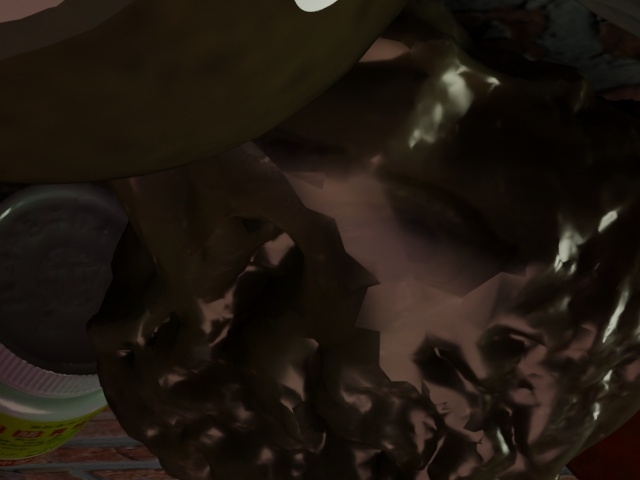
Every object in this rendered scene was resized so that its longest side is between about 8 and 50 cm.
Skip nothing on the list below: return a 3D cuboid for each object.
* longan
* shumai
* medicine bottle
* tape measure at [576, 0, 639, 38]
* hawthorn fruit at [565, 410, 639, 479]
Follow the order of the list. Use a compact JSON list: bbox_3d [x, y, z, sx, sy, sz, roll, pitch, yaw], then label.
[{"bbox_3d":[-0.072,-0.124,0.392,0.246,0.215,0.246,-13,179,0],"label":"longan"},{"bbox_3d":[-0.002,0.000,0.648,0.346,0.217,0.283,-10,154,27],"label":"shumai"},{"bbox_3d":[-0.185,0.057,0.906,0.139,0.139,0.225,12,155,-20],"label":"medicine bottle"},{"bbox_3d":[0.209,-0.080,0.465,0.243,0.125,0.246,37,-166,33],"label":"tape measure"},{"bbox_3d":[0.218,0.072,0.809,0.261,0.224,0.224,13,159,14],"label":"hawthorn fruit"}]
